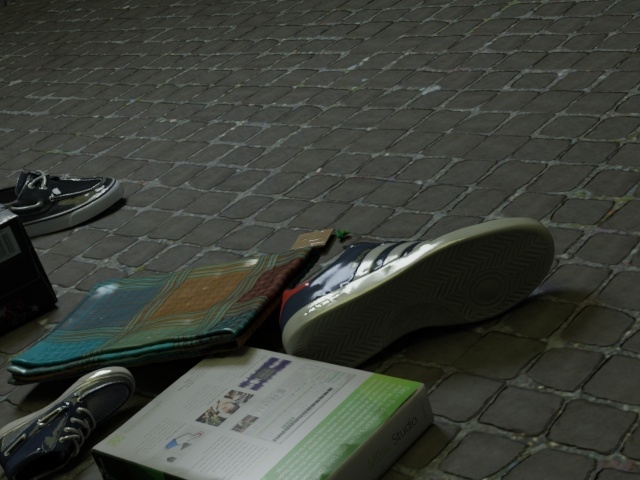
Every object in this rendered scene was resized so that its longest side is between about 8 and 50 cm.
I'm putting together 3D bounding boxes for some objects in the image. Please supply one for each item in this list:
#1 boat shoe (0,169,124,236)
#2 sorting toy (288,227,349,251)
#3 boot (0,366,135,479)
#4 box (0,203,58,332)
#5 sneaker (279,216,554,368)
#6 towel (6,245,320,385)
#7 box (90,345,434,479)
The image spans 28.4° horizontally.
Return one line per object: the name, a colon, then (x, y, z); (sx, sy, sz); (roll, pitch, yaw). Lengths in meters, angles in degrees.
boat shoe: (-0.501, -0.074, 2.227); (0.301, 0.102, 0.108); (-14, 25, 9)
sorting toy: (0.000, 0.000, 1.850); (0.083, 0.012, 0.062); (-10, 21, 25)
boot: (-0.299, 0.230, 1.527); (0.190, 0.069, 0.086); (-32, 34, -11)
box: (-0.554, 0.066, 1.899); (0.247, 0.163, 0.142); (-30, 26, -22)
sneaker: (0.108, 0.040, 1.555); (0.350, 0.131, 0.148); (-20, 29, -3)
towel: (-0.210, 0.095, 1.696); (0.370, 0.040, 0.271); (-12, 20, 28)
box: (-0.067, 0.217, 1.401); (0.322, 0.058, 0.232); (6, 34, 44)
